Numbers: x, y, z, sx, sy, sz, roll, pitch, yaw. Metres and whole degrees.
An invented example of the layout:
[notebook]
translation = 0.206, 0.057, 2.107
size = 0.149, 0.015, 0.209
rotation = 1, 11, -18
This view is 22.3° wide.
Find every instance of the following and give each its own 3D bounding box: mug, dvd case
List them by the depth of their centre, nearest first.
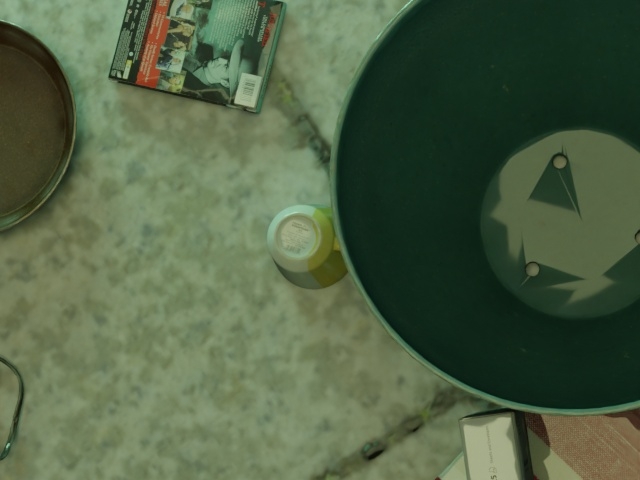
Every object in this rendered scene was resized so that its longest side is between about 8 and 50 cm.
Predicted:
[mug]
translation = -0.003, -0.002, 1.156
size = 0.078, 0.064, 0.062
rotation = -26, 79, 7
[dvd case]
translation = -0.093, -0.148, 1.216
size = 0.119, 0.013, 0.087
rotation = 13, 87, 13

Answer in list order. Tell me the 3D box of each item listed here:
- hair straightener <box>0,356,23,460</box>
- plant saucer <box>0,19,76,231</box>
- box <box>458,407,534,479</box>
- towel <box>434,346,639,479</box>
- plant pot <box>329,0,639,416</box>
[hair straightener]
translation = -0.297, 0.066, 1.214
size = 0.089, 0.047, 0.230
rotation = -40, 79, 5
[plant saucer]
translation = -0.261, -0.084, 1.233
size = 0.168, 0.029, 0.168
rotation = -1, 83, 12
[box]
translation = 0.122, 0.201, 1.032
size = 0.038, 0.145, 0.186
rotation = -7, 85, 9
[towel]
translation = 0.141, 0.268, 1.115
size = 0.237, 0.037, 0.329
rotation = 44, 94, 12
[plant pot]
translation = 0.165, -0.026, 1.056
size = 0.290, 0.195, 0.290
rotation = -2, 80, 10
